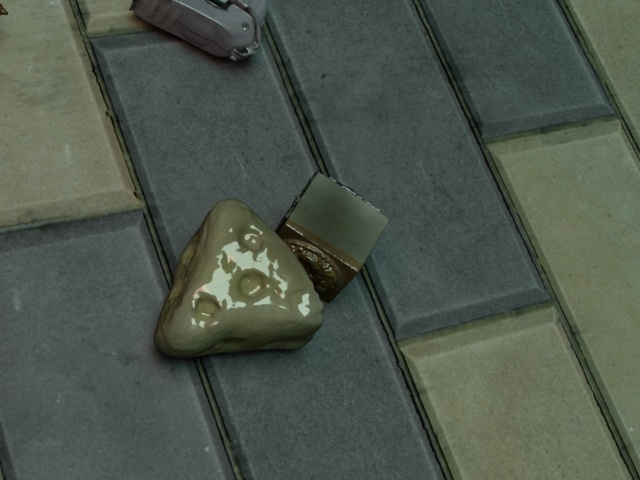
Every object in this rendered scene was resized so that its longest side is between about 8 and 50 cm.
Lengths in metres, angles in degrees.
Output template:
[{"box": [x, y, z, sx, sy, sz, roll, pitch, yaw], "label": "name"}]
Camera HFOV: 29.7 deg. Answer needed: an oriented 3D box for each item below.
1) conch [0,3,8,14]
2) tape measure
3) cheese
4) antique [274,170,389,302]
[{"box": [-0.649, -0.426, 1.964, 0.330, 0.109, 0.093, 24, 22, 15], "label": "conch"}, {"box": [-0.192, -0.427, 2.120, 0.236, 0.120, 0.197, 27, 56, -11], "label": "tape measure"}, {"box": [-0.150, 0.059, 1.854, 0.251, 0.173, 0.247, -13, 71, -21], "label": "cheese"}, {"box": [0.000, 0.000, 1.954, 0.152, 0.146, 0.148, 33, 59, -3], "label": "antique"}]
